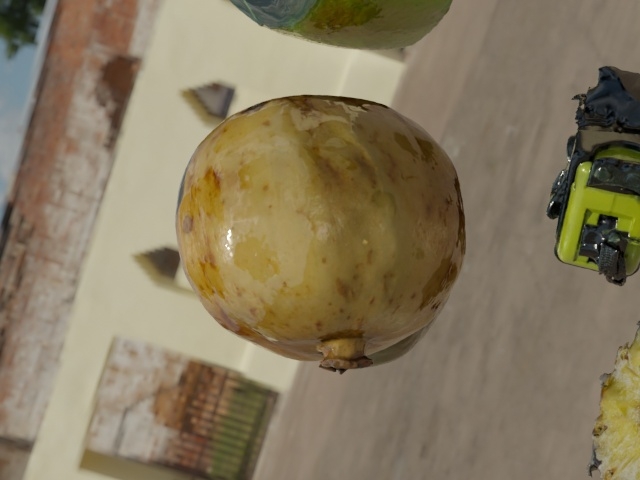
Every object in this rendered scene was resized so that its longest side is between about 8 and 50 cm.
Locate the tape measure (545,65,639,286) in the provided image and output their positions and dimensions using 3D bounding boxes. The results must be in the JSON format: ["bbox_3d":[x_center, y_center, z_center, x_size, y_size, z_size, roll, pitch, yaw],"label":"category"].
[{"bbox_3d":[0.285,-0.052,1.347,0.199,0.112,0.186,-64,-18,-50],"label":"tape measure"}]

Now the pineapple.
[{"bbox_3d":[0.315,0.141,1.169,0.221,0.047,0.221,-47,30,38],"label":"pineapple"}]

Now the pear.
[{"bbox_3d":[-0.028,-0.360,1.503,0.165,0.399,0.399,-34,-15,-26],"label":"pear"}]

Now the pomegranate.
[{"bbox_3d":[0.000,0.000,1.007,0.215,0.215,0.215,-162,90,-86],"label":"pomegranate"}]

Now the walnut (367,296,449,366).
[{"bbox_3d":[0.043,0.014,1.564,0.283,0.227,0.282,-37,36,34],"label":"walnut"}]
